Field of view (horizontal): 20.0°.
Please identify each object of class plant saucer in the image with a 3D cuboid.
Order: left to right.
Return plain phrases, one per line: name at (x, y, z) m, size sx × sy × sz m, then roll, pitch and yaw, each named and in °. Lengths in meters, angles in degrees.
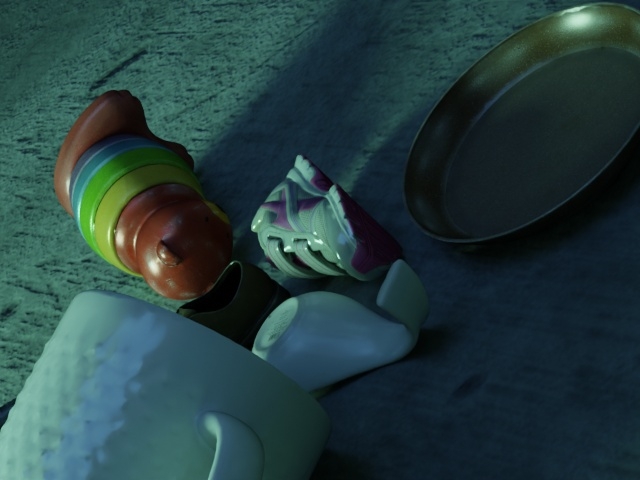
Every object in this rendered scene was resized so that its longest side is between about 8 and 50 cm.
plant saucer at (0.220, -0.109, 1.818) m, size 0.310 × 0.050 × 0.311 m, roll -32°, pitch 33°, yaw 24°

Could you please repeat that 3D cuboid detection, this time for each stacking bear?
stacking bear at (-0.195, -0.029, 2.135) m, size 0.164 × 0.175 × 0.289 m, roll -44°, pitch 38°, yaw -1°

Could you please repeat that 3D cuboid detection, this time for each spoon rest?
spoon rest at (0.019, 0.095, 1.810) m, size 0.276 × 0.084 × 0.137 m, roll -25°, pitch 33°, yaw 54°

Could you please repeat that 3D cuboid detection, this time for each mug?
mug at (-0.160, 0.249, 1.609) m, size 0.374 × 0.276 × 0.328 m, roll -12°, pitch 47°, yaw 63°

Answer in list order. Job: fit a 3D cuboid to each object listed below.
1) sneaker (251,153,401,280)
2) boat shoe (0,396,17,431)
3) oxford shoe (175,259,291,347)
sneaker at (0.000, 0.000, 1.917) m, size 0.111 × 0.103 × 0.252 m, roll -47°, pitch 22°, yaw 1°
boat shoe at (-0.355, 0.289, 1.902) m, size 0.340 × 0.158 × 0.127 m, roll -38°, pitch -5°, yaw 0°
oxford shoe at (-0.137, 0.116, 1.940) m, size 0.227 × 0.096 × 0.083 m, roll -55°, pitch 33°, yaw -12°
